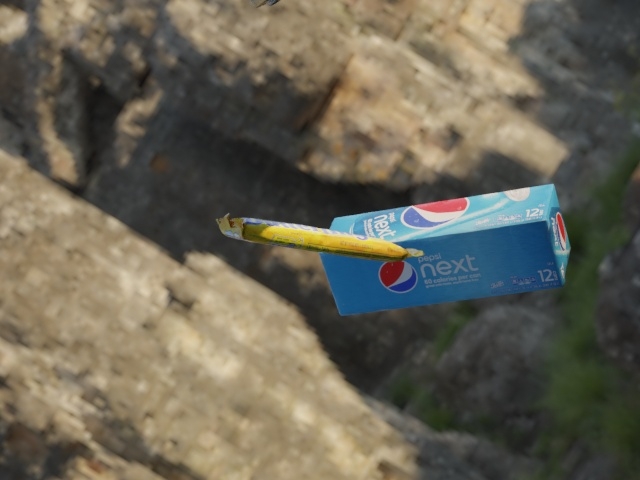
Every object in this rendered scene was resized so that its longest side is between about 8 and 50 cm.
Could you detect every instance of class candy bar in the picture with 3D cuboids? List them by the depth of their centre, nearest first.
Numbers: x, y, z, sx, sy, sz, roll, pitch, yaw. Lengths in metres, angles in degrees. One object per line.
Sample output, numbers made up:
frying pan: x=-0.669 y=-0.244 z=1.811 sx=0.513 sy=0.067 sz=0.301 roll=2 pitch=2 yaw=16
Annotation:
candy bar: x=0.000 y=0.000 z=1.162 sx=0.040 sy=0.161 sz=0.018 roll=15 pitch=95 yaw=62

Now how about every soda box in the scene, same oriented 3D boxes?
soda box: x=0.112 y=0.009 z=1.410 sx=0.067 sy=0.210 sz=0.071 roll=-67 pitch=-37 yaw=-56

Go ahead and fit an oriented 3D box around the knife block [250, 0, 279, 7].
knife block: x=-0.044 y=-0.299 z=1.107 sx=0.275 sy=0.242 sz=0.088 roll=-33 pitch=2 yaw=-43
